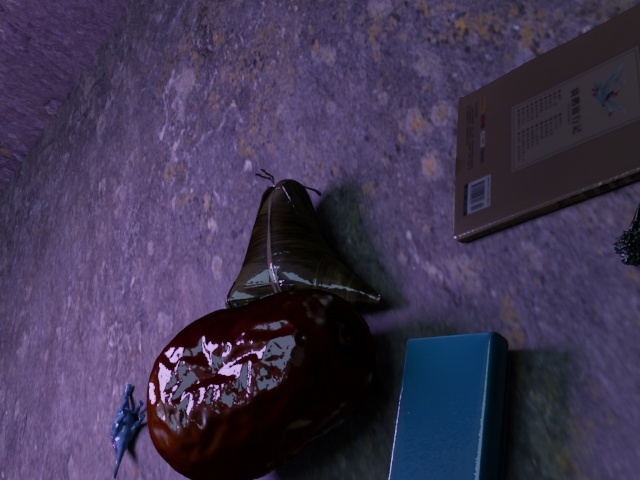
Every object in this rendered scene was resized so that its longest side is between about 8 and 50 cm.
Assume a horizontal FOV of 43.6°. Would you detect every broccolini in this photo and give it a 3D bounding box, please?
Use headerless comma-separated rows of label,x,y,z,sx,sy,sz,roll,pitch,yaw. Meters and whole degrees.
broccolini,0.327,-0.080,0.761,0.044,0.042,0.218,17,90,22

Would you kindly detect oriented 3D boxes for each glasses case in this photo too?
glasses case,0.131,0.247,0.810,0.117,0.070,0.300,-11,57,43

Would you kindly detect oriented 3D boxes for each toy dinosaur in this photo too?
toy dinosaur,-0.344,0.324,1.410,0.080,0.045,0.197,-57,25,33

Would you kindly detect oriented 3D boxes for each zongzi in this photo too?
zongzi,0.000,0.000,1.137,0.241,0.111,0.247,-8,53,30

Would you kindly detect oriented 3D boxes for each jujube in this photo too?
jujube,-0.081,0.181,1.014,0.318,0.223,0.223,-32,45,32

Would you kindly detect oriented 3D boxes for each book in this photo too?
book,0.278,-0.136,0.907,0.310,0.021,0.216,-23,50,44
